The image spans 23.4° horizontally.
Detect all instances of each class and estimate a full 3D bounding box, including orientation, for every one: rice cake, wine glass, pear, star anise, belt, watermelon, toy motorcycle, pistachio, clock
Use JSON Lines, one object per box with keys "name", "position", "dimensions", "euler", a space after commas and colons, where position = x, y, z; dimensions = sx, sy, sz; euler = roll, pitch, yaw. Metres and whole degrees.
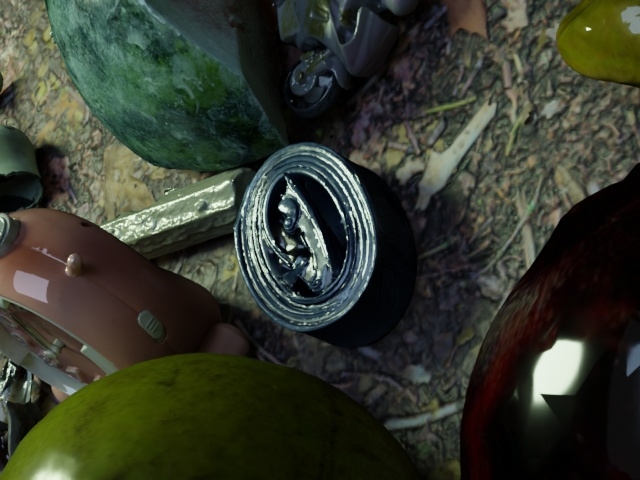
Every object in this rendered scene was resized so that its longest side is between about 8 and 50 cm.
{"name": "rice cake", "position": [-0.157, -0.016, 1.522], "dimensions": [0.256, 0.052, 0.057], "euler": [-17, 32, 37]}
{"name": "wine glass", "position": [-0.366, -0.113, 1.727], "dimensions": [0.079, 0.079, 0.195], "euler": [-47, 48, 19]}
{"name": "pear", "position": [-0.089, 0.254, 1.161], "dimensions": [0.413, 0.352, 0.352], "euler": [31, 96, 47]}
{"name": "star anise", "position": [-0.277, 0.236, 1.502], "dimensions": [0.180, 0.061, 0.204], "euler": [30, 112, 8]}
{"name": "belt", "position": [0.000, 0.000, 1.349], "dimensions": [0.141, 0.082, 0.190], "euler": [-37, 54, 20]}
{"name": "watermelon", "position": [-0.148, -0.221, 1.491], "dimensions": [0.213, 0.290, 0.320], "euler": [-37, 20, -20]}
{"name": "toy motorcycle", "position": [0.026, -0.227, 1.417], "dimensions": [0.152, 0.073, 0.225], "euler": [-14, 67, 37]}
{"name": "pistachio", "position": [0.253, -0.162, 1.164], "dimensions": [0.189, 0.110, 0.100], "euler": [20, 120, 44]}
{"name": "clock", "position": [-0.214, 0.053, 1.406], "dimensions": [0.227, 0.241, 0.142], "euler": [4, 58, 47]}

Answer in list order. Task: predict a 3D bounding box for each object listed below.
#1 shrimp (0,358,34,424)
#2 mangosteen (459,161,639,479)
{"name": "shrimp", "position": [-0.371, 0.205, 1.632], "dimensions": [0.198, 0.051, 0.262], "euler": [8, 86, 43]}
{"name": "mangosteen", "position": [0.290, 0.125, 0.853], "dimensions": [0.421, 0.381, 0.381], "euler": [37, 101, 30]}
